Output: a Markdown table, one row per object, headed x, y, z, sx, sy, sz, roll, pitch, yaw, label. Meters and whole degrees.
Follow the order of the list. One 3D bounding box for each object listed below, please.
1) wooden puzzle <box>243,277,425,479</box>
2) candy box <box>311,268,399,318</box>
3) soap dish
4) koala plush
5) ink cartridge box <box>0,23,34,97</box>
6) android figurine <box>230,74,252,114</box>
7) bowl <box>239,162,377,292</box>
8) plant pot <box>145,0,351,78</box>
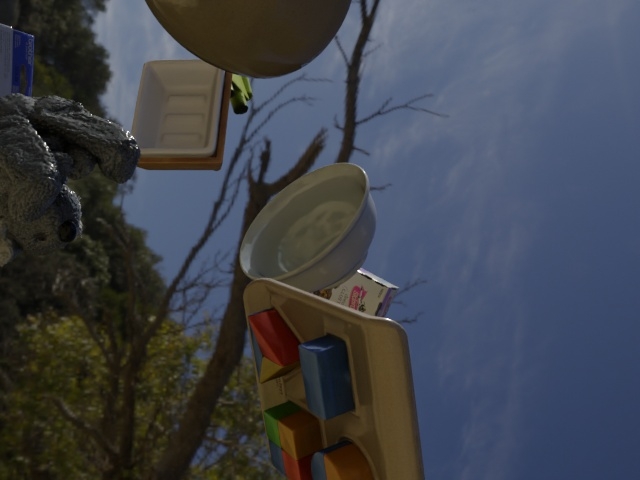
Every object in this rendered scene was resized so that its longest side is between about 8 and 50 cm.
| x | y | z | sx | sy | sz | roll | pitch | yaw | label |
| --- | --- | --- | --- | --- | --- | --- | --- | --- | --- |
| -0.006 | 0.234 | 1.051 | 0.348 | 0.080 | 0.322 | 10 | -68 | 55 | wooden puzzle |
| 0.051 | 0.135 | 1.704 | 0.196 | 0.070 | 0.165 | 27 | -84 | 25 | candy box |
| -0.329 | -0.298 | 1.834 | 0.118 | 0.229 | 0.291 | 79 | 13 | -64 | soap dish |
| -0.389 | -0.070 | 1.062 | 0.203 | 0.196 | 0.221 | 35 | -49 | 20 | koala plush |
| -0.597 | -0.276 | 1.225 | 0.065 | 0.311 | 0.186 | 4 | -87 | 24 | ink cartridge box |
| -0.265 | -0.481 | 2.077 | 0.056 | 0.248 | 0.273 | -24 | -119 | 13 | android figurine |
| 0.000 | 0.000 | 1.463 | 0.298 | 0.134 | 0.298 | -29 | -148 | 20 | bowl |
| -0.122 | -0.351 | 0.939 | 0.284 | 0.191 | 0.284 | 4 | -81 | 30 | plant pot |
